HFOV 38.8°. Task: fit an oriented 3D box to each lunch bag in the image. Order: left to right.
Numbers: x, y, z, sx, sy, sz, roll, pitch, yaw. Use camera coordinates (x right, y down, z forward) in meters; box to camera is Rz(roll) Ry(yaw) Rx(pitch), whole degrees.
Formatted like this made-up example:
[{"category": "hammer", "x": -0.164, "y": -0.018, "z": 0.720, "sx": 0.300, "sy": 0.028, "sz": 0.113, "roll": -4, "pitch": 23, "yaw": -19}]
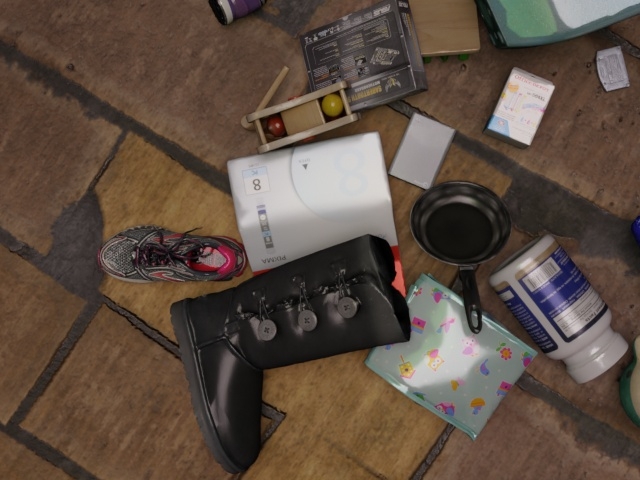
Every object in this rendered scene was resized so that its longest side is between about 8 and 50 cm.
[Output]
[{"category": "lunch bag", "x": 0.241, "y": 0.217, "z": 1.752, "sx": 0.262, "sy": 0.160, "sz": 0.223, "roll": 34, "pitch": 93, "yaw": -2}]

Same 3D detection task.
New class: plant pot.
[{"category": "plant pot", "x": 0.417, "y": -0.478, "z": 1.687, "sx": 0.252, "sy": 0.247, "sz": 0.248, "roll": -25, "pitch": 98, "yaw": 7}]

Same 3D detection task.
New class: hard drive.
[{"category": "hard drive", "x": 0.203, "y": -0.177, "z": 1.823, "sx": 0.094, "sy": 0.022, "sz": 0.135, "roll": 23, "pitch": 92, "yaw": 4}]

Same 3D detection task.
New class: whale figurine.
[{"category": "whale figurine", "x": 0.674, "y": 0.248, "z": 1.747, "sx": 0.216, "sy": 0.141, "sz": 0.272, "roll": 32, "pitch": 69, "yaw": -10}]

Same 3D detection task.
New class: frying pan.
[{"category": "frying pan", "x": 0.299, "y": 0.020, "z": 1.739, "sx": 0.197, "sy": 0.053, "sz": 0.326, "roll": -21, "pitch": 60, "yaw": -11}]

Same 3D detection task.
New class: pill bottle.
[{"category": "pill bottle", "x": 0.457, "y": 0.132, "z": 1.738, "sx": 0.153, "sy": 0.153, "sz": 0.265, "roll": -37, "pitch": 87, "yaw": 3}]

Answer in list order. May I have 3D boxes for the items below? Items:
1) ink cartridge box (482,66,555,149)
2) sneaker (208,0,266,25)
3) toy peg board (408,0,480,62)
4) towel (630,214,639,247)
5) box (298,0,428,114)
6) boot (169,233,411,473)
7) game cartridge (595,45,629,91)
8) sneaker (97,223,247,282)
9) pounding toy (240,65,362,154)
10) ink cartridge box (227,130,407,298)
[{"category": "ink cartridge box", "x": 0.390, "y": -0.263, "z": 1.776, "sx": 0.092, "sy": 0.090, "sz": 0.143, "roll": 23, "pitch": 92, "yaw": 4}, {"category": "sneaker", "x": -0.204, "y": -0.581, "z": 1.830, "sx": 0.124, "sy": 0.107, "sz": 0.283, "roll": -27, "pitch": 92, "yaw": -11}, {"category": "toy peg board", "x": 0.227, "y": -0.428, "z": 1.806, "sx": 0.161, "sy": 0.079, "sz": 0.161, "roll": -4, "pitch": 74, "yaw": 4}, {"category": "towel", "x": 0.741, "y": 0.051, "z": 1.713, "sx": 0.227, "sy": 0.076, "sz": 0.308, "roll": -27, "pitch": 85, "yaw": -26}, {"category": "box", "x": 0.082, "y": -0.347, "z": 1.765, "sx": 0.231, "sy": 0.056, "sz": 0.183, "roll": -15, "pitch": 88, "yaw": 34}, {"category": "boot", "x": -0.033, "y": 0.221, "z": 1.736, "sx": 0.444, "sy": 0.146, "sz": 0.367, "roll": -19, "pitch": 91, "yaw": 13}, {"category": "game cartridge", "x": 0.576, "y": -0.339, "z": 1.800, "sx": 0.055, "sy": 0.017, "sz": 0.083, "roll": -13, "pitch": 89, "yaw": 0}, {"category": "sneaker", "x": -0.300, "y": 0.025, "z": 1.814, "sx": 0.299, "sy": 0.112, "sz": 0.121, "roll": -1, "pitch": 90, "yaw": 5}, {"category": "pounding toy", "x": -0.062, "y": -0.260, "z": 1.730, "sx": 0.269, "sy": 0.154, "sz": 0.155, "roll": -16, "pitch": 96, "yaw": 29}, {"category": "ink cartridge box", "x": 0.000, "y": 0.000, "z": 1.804, "sx": 0.308, "sy": 0.091, "sz": 0.385, "roll": -11, "pitch": 88, "yaw": 4}]
